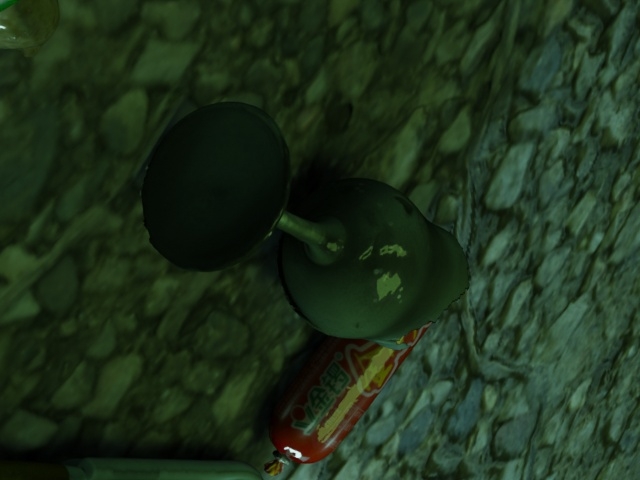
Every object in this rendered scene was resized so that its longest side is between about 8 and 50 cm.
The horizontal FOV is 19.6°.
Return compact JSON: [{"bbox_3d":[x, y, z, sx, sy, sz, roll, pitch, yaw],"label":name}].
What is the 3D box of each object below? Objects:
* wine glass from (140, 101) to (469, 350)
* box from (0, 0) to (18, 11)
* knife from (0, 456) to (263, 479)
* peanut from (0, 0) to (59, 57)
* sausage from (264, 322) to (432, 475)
[{"bbox_3d":[0.000,0.000,0.866,0.079,0.079,0.195,-58,147,4],"label":"wine glass"},{"bbox_3d":[-0.159,-0.149,0.490,0.180,0.103,0.250,-37,144,-27],"label":"box"},{"bbox_3d":[-0.118,0.120,0.866,0.061,0.027,0.343,-45,154,18],"label":"knife"},{"bbox_3d":[-0.118,-0.093,0.663,0.037,0.037,0.083,-46,152,-15],"label":"peanut"},{"bbox_3d":[0.015,0.065,0.981,0.145,0.048,0.050,-52,143,-2],"label":"sausage"}]
